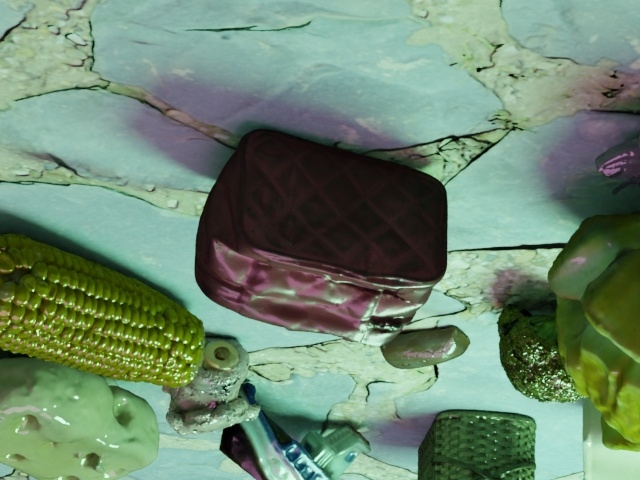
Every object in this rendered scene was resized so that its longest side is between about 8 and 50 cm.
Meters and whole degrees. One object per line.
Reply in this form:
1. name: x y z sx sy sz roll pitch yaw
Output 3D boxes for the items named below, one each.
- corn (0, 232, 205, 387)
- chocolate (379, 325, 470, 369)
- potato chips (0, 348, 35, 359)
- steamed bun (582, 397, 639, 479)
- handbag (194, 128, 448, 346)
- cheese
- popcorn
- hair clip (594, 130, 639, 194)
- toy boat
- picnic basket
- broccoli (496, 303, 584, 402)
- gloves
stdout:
1. corn: -0.247 0.074 1.736 0.321 0.119 0.119 20 148 -38
2. chocolate: 0.117 0.126 1.886 0.100 0.031 0.064 -9 154 18
3. potato chips: -0.465 0.148 1.935 0.358 0.070 0.429 -1 153 0
4. steamed bun: 0.378 0.217 1.909 0.164 0.146 0.242 2 152 10
5. handbag: 0.000 0.000 1.543 0.225 0.146 0.135 13 144 -18
6. cheese: -0.303 0.211 1.923 0.159 0.093 0.263 -23 147 22
7. popcorn: 0.342 0.061 1.550 0.276 0.276 0.225 -4 141 12
8. hair clip: 0.323 -0.088 1.448 0.146 0.056 0.187 15 147 -35
9. toy boat: -0.024 0.256 2.075 0.262 0.115 0.114 38 179 -37
10. picnic basket: 0.192 0.323 2.076 0.134 0.196 0.154 7 153 -3
11. broccoli: 0.245 0.113 1.773 0.131 0.130 0.120 34 102 -3
12. gloves: -0.129 0.170 1.931 0.110 0.094 0.144 -10 143 -2
